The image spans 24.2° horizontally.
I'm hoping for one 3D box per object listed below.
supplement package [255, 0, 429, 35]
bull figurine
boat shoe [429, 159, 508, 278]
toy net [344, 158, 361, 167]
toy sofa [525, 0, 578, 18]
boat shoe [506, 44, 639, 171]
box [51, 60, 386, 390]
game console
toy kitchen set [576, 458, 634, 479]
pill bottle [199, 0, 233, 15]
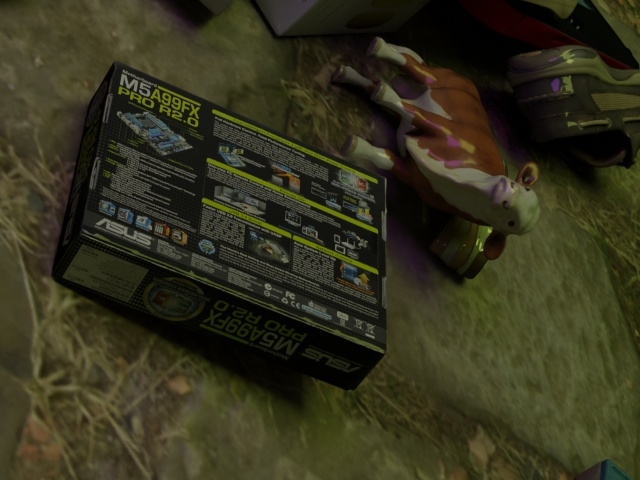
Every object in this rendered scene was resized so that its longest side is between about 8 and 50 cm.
[{"bbox_3d":[0.033,-0.317,1.636,0.244,0.139,0.134,-14,70,-55],"label":"supplement package"},{"bbox_3d":[0.116,-0.103,1.511,0.188,0.101,0.310,30,19,-18],"label":"bull figurine"},{"bbox_3d":[0.151,-0.042,1.580,0.072,0.068,0.190,26,36,-7],"label":"boat shoe"},{"bbox_3d":[0.000,0.000,1.378,0.122,0.045,0.232,25,36,-13],"label":"toy net"},{"bbox_3d":[0.196,-0.370,1.662,0.150,0.177,0.362,38,22,26],"label":"toy sofa"},{"bbox_3d":[0.340,-0.149,1.876,0.355,0.132,0.130,7,77,-52],"label":"boat shoe"},{"bbox_3d":[-0.073,-0.013,1.240,0.270,0.060,0.216,22,40,-19],"label":"box"},{"bbox_3d":[0.228,-0.381,1.928,0.342,0.060,0.386,10,42,-44],"label":"game console"},{"bbox_3d":[0.326,0.283,1.364,0.122,0.166,0.207,40,34,-14],"label":"toy kitchen set"},{"bbox_3d":[-0.154,-0.366,1.444,0.283,0.161,0.161,44,33,-10],"label":"pill bottle"}]
